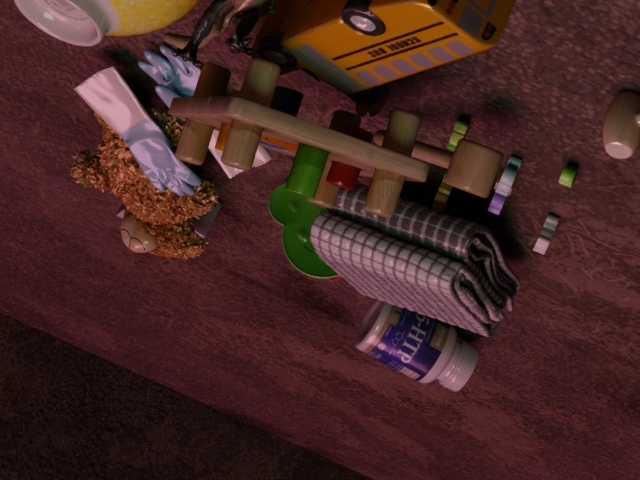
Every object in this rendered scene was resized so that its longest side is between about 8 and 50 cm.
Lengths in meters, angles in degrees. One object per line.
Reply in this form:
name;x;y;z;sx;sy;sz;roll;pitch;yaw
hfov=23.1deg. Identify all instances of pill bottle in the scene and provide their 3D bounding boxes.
pill bottle;0.163;0.172;2.595;0.187;0.112;0.112;28;159;-9

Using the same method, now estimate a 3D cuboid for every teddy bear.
teddy bear;-0.263;-0.089;2.362;0.245;0.113;0.338;24;143;-2

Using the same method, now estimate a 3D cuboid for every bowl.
bowl;-0.277;-0.325;1.849;0.289;0.156;0.289;22;158;9

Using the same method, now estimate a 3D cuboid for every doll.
doll;-0.001;-0.222;1.934;0.189;0.046;0.129;34;170;-21

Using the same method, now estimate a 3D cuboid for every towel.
towel;0.140;0.023;2.179;0.235;0.121;0.284;19;170;25

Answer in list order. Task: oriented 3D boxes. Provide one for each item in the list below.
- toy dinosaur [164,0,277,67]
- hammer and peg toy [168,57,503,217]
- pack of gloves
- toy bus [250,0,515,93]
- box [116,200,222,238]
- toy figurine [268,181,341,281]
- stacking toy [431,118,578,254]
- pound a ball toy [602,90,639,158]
toy dinosaur;-0.109;-0.253;1.800;0.064;0.118;0.268;39;136;-23
hammer and peg toy;0.015;-0.103;1.868;0.361;0.127;0.266;18;178;-23
pack of gloves;-0.214;-0.156;2.193;0.195;0.046;0.232;-24;117;32
toy bus;0.059;-0.247;1.727;0.130;0.108;0.333;32;158;-25
box;-0.250;-0.051;2.581;0.126;0.072;0.137;33;157;-16
toy figurine;0.000;0.000;2.401;0.173;0.130;0.159;43;173;15
stacking toy;0.236;-0.067;2.033;0.167;0.052;0.221;22;158;7
pound a ball toy;0.466;-0.066;1.664;0.208;0.135;0.319;39;155;-31
